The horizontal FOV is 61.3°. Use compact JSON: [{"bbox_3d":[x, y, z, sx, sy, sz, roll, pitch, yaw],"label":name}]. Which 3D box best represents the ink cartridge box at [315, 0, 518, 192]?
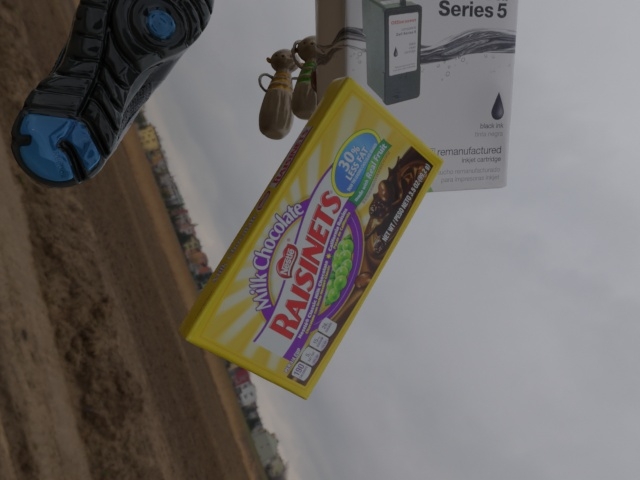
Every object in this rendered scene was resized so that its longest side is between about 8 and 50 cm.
[{"bbox_3d":[0.102,-0.195,0.606,0.115,0.199,0.272,-138,-135,-70],"label":"ink cartridge box"}]

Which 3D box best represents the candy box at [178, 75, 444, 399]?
[{"bbox_3d":[0.000,0.000,0.380,0.105,0.205,0.027,34,-8,-25],"label":"candy box"}]

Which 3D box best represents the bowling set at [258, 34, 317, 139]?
[{"bbox_3d":[0.043,-0.239,0.784,0.200,0.287,0.154,95,2,-77],"label":"bowling set"}]

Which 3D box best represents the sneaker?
[{"bbox_3d":[-0.252,-0.212,0.645,0.125,0.340,0.140,37,-18,-23],"label":"sneaker"}]
